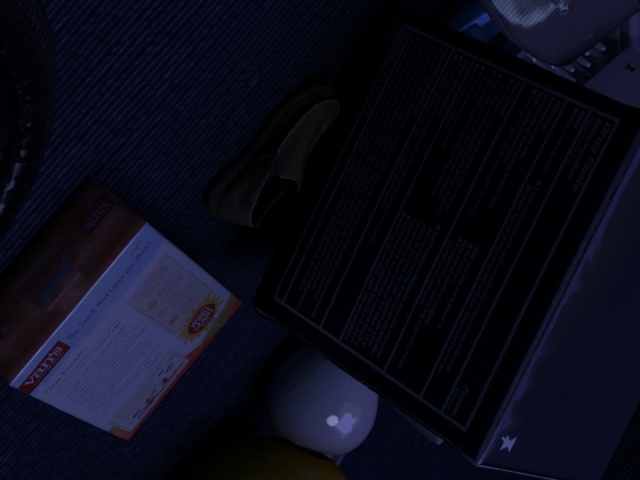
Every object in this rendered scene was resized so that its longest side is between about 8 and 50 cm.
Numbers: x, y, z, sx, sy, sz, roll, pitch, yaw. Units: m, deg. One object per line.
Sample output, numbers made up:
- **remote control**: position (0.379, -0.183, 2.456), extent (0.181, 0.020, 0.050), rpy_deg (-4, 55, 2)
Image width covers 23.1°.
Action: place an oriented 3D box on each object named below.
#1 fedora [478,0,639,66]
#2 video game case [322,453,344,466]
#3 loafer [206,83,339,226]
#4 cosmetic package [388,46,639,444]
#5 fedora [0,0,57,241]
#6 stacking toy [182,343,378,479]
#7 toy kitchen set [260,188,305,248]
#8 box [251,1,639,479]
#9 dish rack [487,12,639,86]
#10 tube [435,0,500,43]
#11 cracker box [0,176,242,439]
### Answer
- **fedora**: position (0.152, -0.224, 1.172), extent (0.124, 0.244, 0.275), rpy_deg (-46, 151, 8)
- **video game case**: position (-0.067, 0.334, 1.883), extent (0.212, 0.023, 0.193), rpy_deg (-14, 138, -56)
- **loafer**: position (-0.031, -0.067, 1.311), extent (0.148, 0.050, 0.056), rpy_deg (-49, 157, -3)
- **cosmetic package**: position (0.223, 0.010, 1.656), extent (0.377, 0.097, 0.284), rpy_deg (-41, 152, -20)
- **fedora**: position (-0.292, -0.041, 0.744), extent (0.334, 0.152, 0.334), rpy_deg (-40, 155, -23)
- **stacking toy**: position (-0.071, 0.324, 1.624), extent (0.350, 0.350, 0.480), rpy_deg (22, 87, -66)
- **toy kitchen set**: position (0.000, 0.000, 1.444), extent (0.083, 0.068, 0.075), rpy_deg (-42, 156, -19)
- **box**: position (0.144, 0.003, 1.295), extent (0.182, 0.294, 0.296), rpy_deg (18, 101, -45)
- **dish rack**: position (0.216, -0.150, 1.610), extent (0.285, 0.072, 0.333), rpy_deg (-46, 157, -9)
- **tube**: position (0.132, -0.195, 1.428), extent (0.207, 0.052, 0.080), rpy_deg (-43, 147, -1)
- **cracker box**: position (-0.166, 0.061, 1.237), extent (0.156, 0.067, 0.232), rpy_deg (-50, 158, -4)
